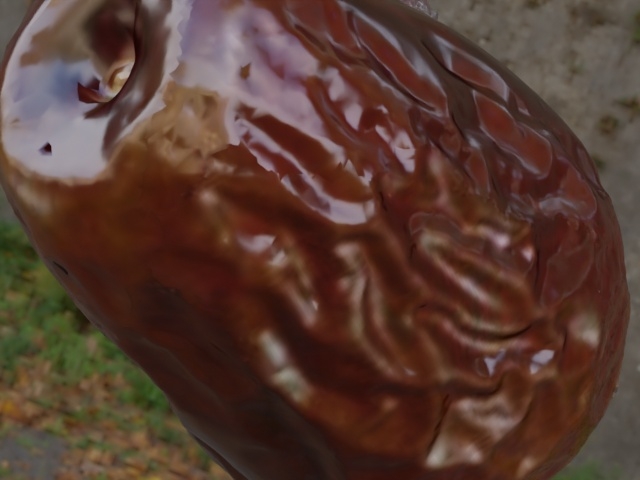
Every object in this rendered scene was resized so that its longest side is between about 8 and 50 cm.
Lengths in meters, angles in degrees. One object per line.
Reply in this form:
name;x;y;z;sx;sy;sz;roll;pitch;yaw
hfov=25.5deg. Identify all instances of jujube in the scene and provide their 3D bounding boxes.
jujube;0.000;0.000;0.469;0.190;0.190;0.255;22;-6;38

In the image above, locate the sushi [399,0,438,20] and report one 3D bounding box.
sushi;-0.050;-0.137;0.832;0.161;0.107;0.241;-26;-8;41
